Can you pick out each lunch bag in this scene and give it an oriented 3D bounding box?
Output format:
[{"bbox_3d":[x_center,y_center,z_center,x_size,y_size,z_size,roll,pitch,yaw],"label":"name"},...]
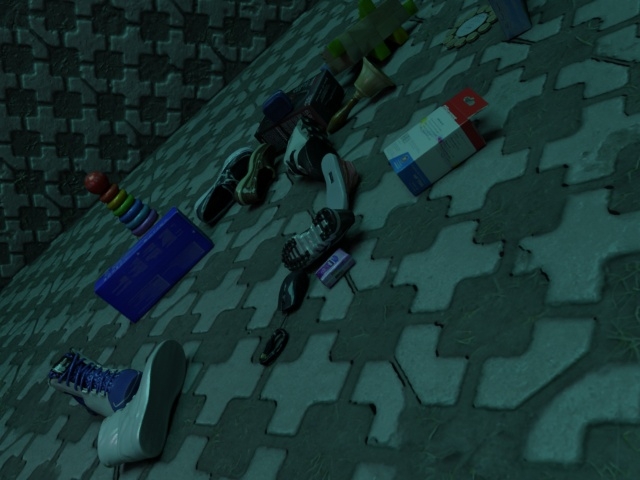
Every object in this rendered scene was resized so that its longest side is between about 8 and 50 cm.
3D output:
[{"bbox_3d":[-0.143,-0.433,1.835,0.098,0.067,0.065,-35,31,21],"label":"lunch bag"}]

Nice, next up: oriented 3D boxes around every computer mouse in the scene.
[{"bbox_3d":[-0.084,0.155,1.212,0.071,0.041,0.242,-19,37,37],"label":"computer mouse"}]

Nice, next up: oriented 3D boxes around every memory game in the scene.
[{"bbox_3d":[0.432,-0.611,1.619,0.186,0.012,0.186,-33,29,21],"label":"memory game"}]

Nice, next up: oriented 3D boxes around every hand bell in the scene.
[{"bbox_3d":[0.101,-0.424,1.732,0.242,0.126,0.126,-48,25,20],"label":"hand bell"}]

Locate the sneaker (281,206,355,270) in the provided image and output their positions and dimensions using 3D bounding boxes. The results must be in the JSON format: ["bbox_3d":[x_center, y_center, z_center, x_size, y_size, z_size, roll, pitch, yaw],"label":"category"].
[{"bbox_3d":[0.000,0.000,1.283,0.106,0.078,0.234,-12,-22,-41],"label":"sneaker"}]

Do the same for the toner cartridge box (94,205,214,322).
[{"bbox_3d":[-0.514,0.075,1.758,0.348,0.165,0.075,-44,28,-2],"label":"toner cartridge box"}]

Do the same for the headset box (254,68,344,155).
[{"bbox_3d":[-0.059,-0.435,1.917,0.293,0.110,0.218,-19,37,38],"label":"headset box"}]

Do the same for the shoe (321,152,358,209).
[{"bbox_3d":[0.058,-0.129,1.396,0.063,0.081,0.178,-35,56,42],"label":"shoe"}]

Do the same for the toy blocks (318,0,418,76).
[{"bbox_3d":[0.121,-0.687,1.961,0.381,0.191,0.261,-44,17,-21],"label":"toy blocks"}]

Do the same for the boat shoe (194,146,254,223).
[{"bbox_3d":[-0.308,-0.183,1.907,0.301,0.108,0.102,-49,28,-5],"label":"boat shoe"}]

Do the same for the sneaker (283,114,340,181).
[{"bbox_3d":[-0.035,-0.225,1.617,0.146,0.122,0.331,-53,24,23],"label":"sneaker"}]

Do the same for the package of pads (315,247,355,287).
[{"bbox_3d":[0.030,0.057,1.204,0.083,0.032,0.050,-45,25,-3],"label":"package of pads"}]

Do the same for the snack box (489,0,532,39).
[{"bbox_3d":[0.463,-0.635,1.436,0.070,0.174,0.207,-21,34,31],"label":"snack box"}]

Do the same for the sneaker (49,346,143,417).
[{"bbox_3d":[-0.575,0.361,1.423,0.315,0.182,0.128,-14,41,44],"label":"sneaker"}]

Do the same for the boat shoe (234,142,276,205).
[{"bbox_3d":[-0.180,-0.213,1.812,0.095,0.095,0.258,-4,51,31],"label":"boat shoe"}]

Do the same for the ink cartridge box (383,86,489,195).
[{"bbox_3d":[0.261,-0.216,1.226,0.231,0.078,0.134,-36,29,14],"label":"ink cartridge box"}]

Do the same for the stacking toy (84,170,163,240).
[{"bbox_3d":[-0.778,-0.147,2.235,0.141,0.330,0.141,-32,30,21],"label":"stacking toy"}]

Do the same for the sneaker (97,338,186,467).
[{"bbox_3d":[-0.412,0.364,1.285,0.169,0.108,0.293,-26,34,25],"label":"sneaker"}]
